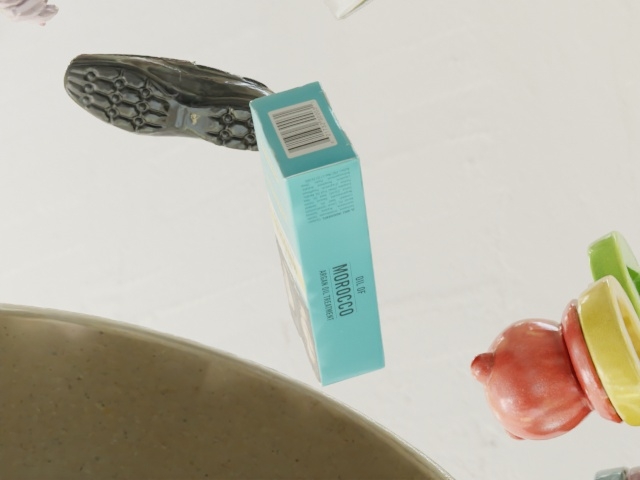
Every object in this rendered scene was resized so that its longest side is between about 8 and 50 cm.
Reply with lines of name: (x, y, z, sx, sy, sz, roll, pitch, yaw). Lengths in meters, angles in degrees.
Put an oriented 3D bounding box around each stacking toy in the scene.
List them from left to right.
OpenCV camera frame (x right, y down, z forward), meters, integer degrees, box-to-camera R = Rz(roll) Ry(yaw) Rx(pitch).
stacking toy: (0.245, 0.154, 1.155, 0.130, 0.309, 0.279, -23, -163, 18)

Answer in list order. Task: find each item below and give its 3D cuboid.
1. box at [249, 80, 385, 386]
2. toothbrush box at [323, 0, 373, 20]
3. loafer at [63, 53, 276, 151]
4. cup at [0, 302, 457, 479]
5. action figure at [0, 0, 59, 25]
box: (0.000, 0.000, 1.086, 0.060, 0.244, 0.100, -17, -135, -8)
toothbrush box: (0.014, -0.251, 0.411, 0.216, 0.295, 0.126, -41, -176, -40)
loafer: (-0.144, -0.144, 1.351, 0.078, 0.223, 0.076, -92, -163, -56)
cup: (-0.109, 0.196, 0.594, 0.331, 0.331, 0.237, 32, -70, 49)
action figure: (-0.267, -0.235, 0.729, 0.275, 0.370, 0.248, -9, -128, 24)
